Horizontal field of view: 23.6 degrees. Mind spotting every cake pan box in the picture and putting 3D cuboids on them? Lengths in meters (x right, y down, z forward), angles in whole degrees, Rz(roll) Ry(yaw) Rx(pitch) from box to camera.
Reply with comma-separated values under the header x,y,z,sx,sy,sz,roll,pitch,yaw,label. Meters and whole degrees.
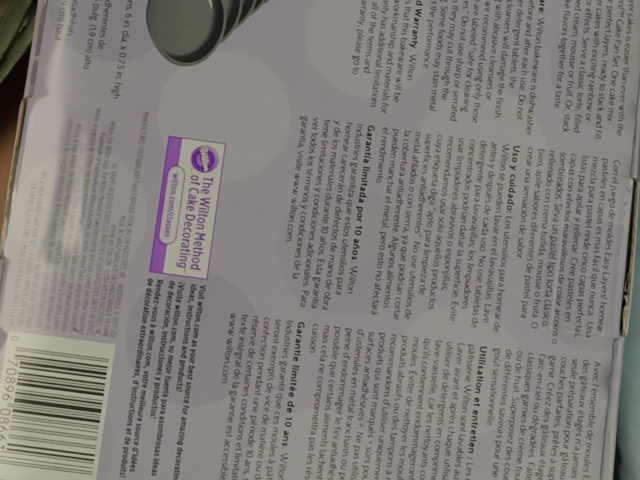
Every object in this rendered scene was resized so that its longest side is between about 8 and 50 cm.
x,y,z,sx,sy,sz,roll,pitch,yaw,label
0.000,0.000,0.616,0.246,0.070,0.266,6,81,0,cake pan box

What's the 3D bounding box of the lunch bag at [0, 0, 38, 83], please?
x,y,z,sx,sy,sz,roll,pitch,yaw,label
-0.233,-0.207,0.753,0.169,0.287,0.235,-15,54,-20,lunch bag
